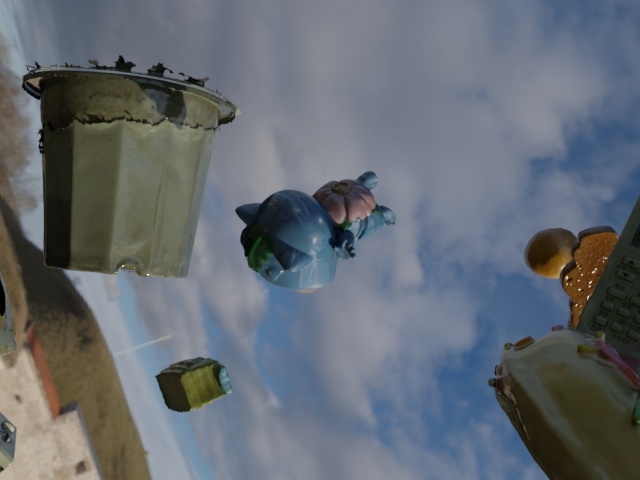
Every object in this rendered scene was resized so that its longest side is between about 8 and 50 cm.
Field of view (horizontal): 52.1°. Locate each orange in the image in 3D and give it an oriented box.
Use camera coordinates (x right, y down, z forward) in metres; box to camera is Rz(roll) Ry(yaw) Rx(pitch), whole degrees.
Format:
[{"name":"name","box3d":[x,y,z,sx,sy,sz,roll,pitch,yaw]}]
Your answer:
[{"name":"orange","box3d":[0.633,0.033,1.773,0.159,0.159,0.136,-167,-102,-64]}]

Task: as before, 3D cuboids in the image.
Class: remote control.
[{"name":"remote control","box3d":[0.522,0.090,1.058,0.145,0.050,0.343,25,-92,28]}]

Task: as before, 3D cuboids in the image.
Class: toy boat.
[{"name":"toy boat","box3d":[-0.301,0.328,1.486,0.276,0.084,0.111,-19,-86,54]}]

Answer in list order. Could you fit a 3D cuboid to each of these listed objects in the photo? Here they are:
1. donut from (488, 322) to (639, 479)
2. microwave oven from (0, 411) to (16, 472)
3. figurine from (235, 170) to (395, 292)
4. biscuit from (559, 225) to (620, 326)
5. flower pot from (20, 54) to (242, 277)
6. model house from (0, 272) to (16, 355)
[{"name":"donut","box3d":[0.367,0.261,0.754,0.371,0.150,0.307,46,13,-2]},{"name":"microwave oven","box3d":[-0.607,0.279,0.968,0.240,0.194,0.145,58,-16,-21]},{"name":"figurine","box3d":[-0.003,-0.001,0.696,0.114,0.178,0.144,52,-32,17]},{"name":"biscuit","box3d":[0.643,0.101,1.489,0.044,0.186,0.294,-76,155,-63]},{"name":"flower pot","box3d":[-0.264,-0.083,0.879,0.290,0.291,0.258,-179,-84,-66]},{"name":"model house","box3d":[-0.514,0.057,0.764,0.173,0.239,0.267,-121,-157,-65]}]
